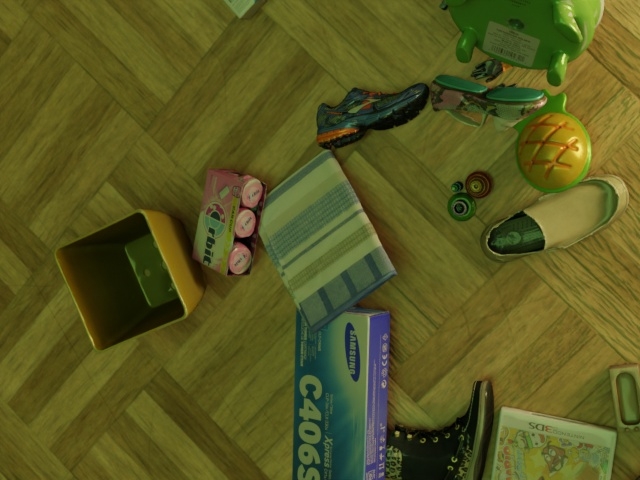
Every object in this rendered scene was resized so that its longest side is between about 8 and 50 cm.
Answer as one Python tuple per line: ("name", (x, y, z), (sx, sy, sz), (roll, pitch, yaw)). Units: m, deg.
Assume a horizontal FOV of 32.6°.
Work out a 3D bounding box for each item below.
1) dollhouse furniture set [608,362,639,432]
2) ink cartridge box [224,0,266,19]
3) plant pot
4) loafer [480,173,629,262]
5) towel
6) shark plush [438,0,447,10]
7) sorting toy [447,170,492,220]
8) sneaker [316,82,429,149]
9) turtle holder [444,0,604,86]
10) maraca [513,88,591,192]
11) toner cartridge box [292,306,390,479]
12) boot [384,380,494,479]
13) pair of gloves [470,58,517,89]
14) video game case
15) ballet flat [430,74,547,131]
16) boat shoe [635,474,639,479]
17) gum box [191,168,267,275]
("dollhouse furniture set", (0.557, 0.259, 1.817), (0.151, 0.123, 0.144), (-8, 96, 20))
("ink cartridge box", (-0.148, -0.475, 1.981), (0.088, 0.052, 0.122), (-42, 85, 20))
("plant pot", (-0.334, 0.063, 2.063), (0.212, 0.187, 0.212), (-23, 90, 21))
("loafer", (0.391, -0.027, 1.845), (0.268, 0.092, 0.102), (-27, 89, 21))
("towel", (0.000, 0.000, 1.968), (0.209, 0.034, 0.285), (-38, 64, 21))
("shark plush", (0.253, -0.465, 1.859), (0.067, 0.073, 0.161), (45, 133, 28))
("sorting toy", (0.254, -0.079, 1.911), (0.061, 0.042, 0.102), (39, 109, 10))
("sneaker", (0.085, -0.236, 1.927), (0.221, 0.083, 0.087), (-19, 80, 16))
("turtle holder", (0.320, -0.419, 1.699), (0.243, 0.320, 0.227), (10, 65, 37))
("maraca", (0.382, -0.166, 1.827), (0.127, 0.099, 0.186), (-23, 65, 19))
("toner cartridge box", (0.036, 0.295, 1.997), (0.165, 0.075, 0.348), (5, 96, 35))
("boot", (0.213, 0.351, 1.975), (0.178, 0.085, 0.236), (12, 103, 19))
("pair of gloves", (0.301, -0.270, 1.880), (0.074, 0.010, 0.083), (-18, 92, 21))
("video game case", (0.409, 0.424, 1.949), (0.206, 0.026, 0.227), (9, 102, 18))
("ballet flat", (0.282, -0.227, 1.847), (0.221, 0.077, 0.079), (16, 121, 36))
("boat shoe", (0.610, 0.379, 1.817), (0.305, 0.091, 0.109), (-42, 48, 17))
("gum box", (-0.169, -0.039, 2.034), (0.107, 0.062, 0.188), (24, 108, 42))
